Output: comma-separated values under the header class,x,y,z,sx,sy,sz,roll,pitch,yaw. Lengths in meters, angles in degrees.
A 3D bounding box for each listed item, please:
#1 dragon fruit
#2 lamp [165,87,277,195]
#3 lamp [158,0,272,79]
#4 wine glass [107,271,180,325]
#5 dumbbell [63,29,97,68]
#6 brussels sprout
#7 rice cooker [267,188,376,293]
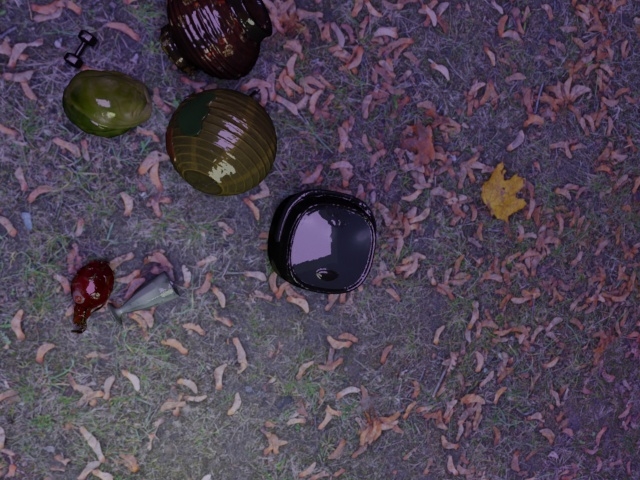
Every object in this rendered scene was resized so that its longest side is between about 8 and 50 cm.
class,x,y,z,sx,sy,sz,roll,pitch,yaw
dragon fruit,-0.535,0.136,1.267,0.094,0.094,0.190,19,98,-18
lamp,-0.209,-0.241,1.235,0.250,0.250,0.284,30,67,-18
lamp,-0.234,-0.466,1.206,0.247,0.247,0.246,-2,98,-16
wine glass,-0.421,0.139,1.312,0.155,0.073,0.073,-28,104,-7
dumbbell,-0.531,-0.423,1.216,0.036,0.040,0.083,31,88,14
brussels sprout,-0.467,-0.298,1.204,0.184,0.145,0.131,11,121,-12
rice cooker,0.000,0.000,1.333,0.268,0.224,0.266,-2,99,-14
